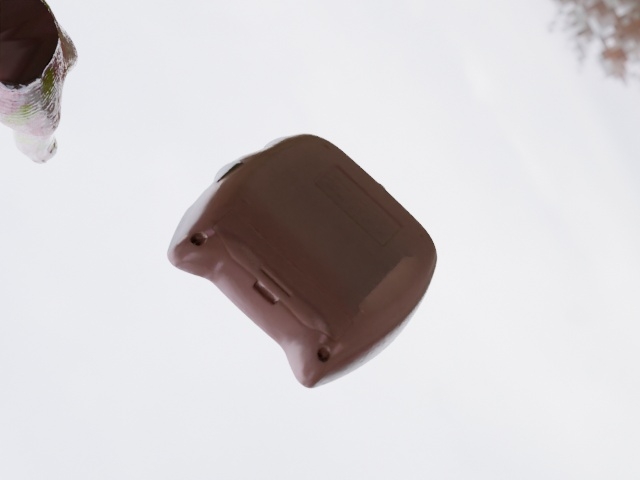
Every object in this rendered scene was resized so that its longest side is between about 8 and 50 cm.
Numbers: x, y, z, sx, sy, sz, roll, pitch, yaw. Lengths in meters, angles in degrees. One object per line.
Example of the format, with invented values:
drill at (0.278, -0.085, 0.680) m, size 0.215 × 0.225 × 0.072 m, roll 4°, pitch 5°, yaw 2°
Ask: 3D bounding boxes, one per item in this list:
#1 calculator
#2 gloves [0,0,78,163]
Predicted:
calculator at (0.000, 0.000, 1.675) m, size 0.220 × 0.048 × 0.330 m, roll 42°, pitch -150°, yaw 2°
gloves at (-0.260, -0.146, 1.500) m, size 0.145 × 0.126 × 0.241 m, roll 24°, pitch 176°, yaw -10°
